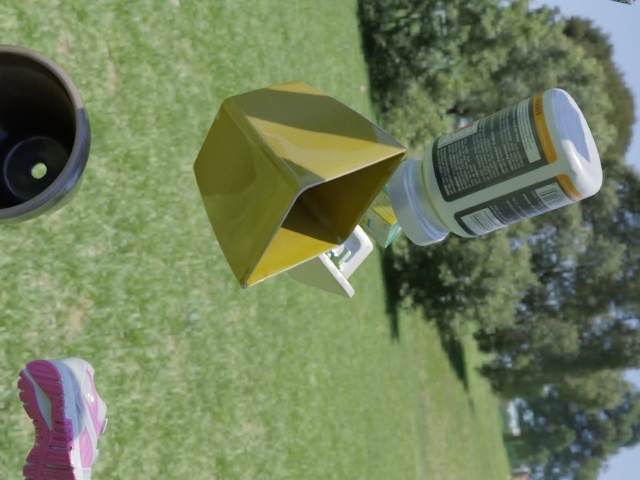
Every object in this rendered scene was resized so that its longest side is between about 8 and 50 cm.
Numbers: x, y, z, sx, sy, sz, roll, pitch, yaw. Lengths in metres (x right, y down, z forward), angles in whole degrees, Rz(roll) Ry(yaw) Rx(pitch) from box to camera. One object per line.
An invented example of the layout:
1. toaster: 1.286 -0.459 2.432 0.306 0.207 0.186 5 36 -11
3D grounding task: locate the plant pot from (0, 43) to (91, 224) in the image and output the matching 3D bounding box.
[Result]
1. plant pot: -0.459 -0.136 1.415 0.229 0.263 0.263 81 4 -78

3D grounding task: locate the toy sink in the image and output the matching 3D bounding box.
1. toy sink: 0.000 0.000 1.840 0.153 0.131 0.234 51 -19 -26

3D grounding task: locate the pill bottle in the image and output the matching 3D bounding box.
1. pill bottle: 0.247 -0.097 1.340 0.162 0.278 0.162 37 42 -44

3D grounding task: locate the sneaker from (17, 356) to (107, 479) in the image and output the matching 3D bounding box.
1. sneaker: -0.353 0.279 1.323 0.111 0.103 0.252 -23 118 -62

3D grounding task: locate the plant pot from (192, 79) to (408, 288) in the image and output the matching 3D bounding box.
1. plant pot: -0.050 -0.095 1.260 0.187 0.212 0.212 50 -44 17

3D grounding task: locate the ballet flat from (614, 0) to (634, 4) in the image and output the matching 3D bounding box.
1. ballet flat: 0.503 -0.647 1.909 0.483 0.182 0.164 45 31 -43

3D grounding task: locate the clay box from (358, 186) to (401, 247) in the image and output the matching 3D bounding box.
1. clay box: 0.048 -0.092 1.575 0.222 0.053 0.127 43 -14 11
